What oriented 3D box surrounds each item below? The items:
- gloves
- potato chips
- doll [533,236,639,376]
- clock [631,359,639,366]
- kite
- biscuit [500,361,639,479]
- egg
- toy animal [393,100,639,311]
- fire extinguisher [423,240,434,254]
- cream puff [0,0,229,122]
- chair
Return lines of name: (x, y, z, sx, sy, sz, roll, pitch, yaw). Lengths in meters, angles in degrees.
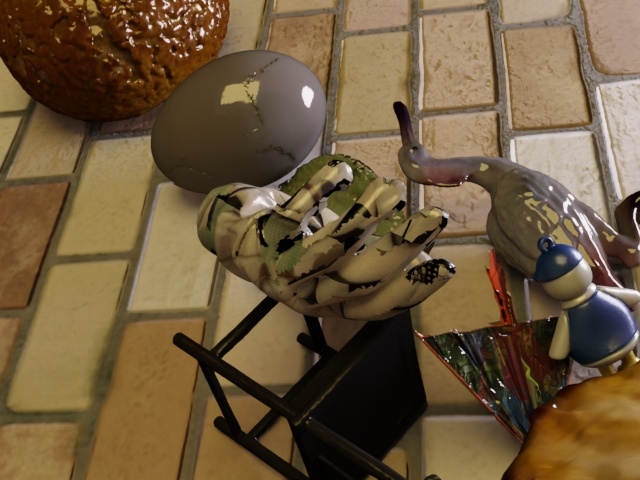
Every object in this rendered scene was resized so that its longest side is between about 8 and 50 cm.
gloves: (0.005, 0.010, 0.710, 0.212, 0.127, 0.111, 24, 66, 45)
potato chips: (-0.001, -0.006, 0.928, 0.167, 0.059, 0.228, -8, 35, 13)
doll: (0.223, 0.057, 0.805, 0.099, 0.143, 0.058, -36, 9, -12)
clock: (0.325, 0.160, 0.737, 0.205, 0.051, 0.205, -7, 48, 8)
kite: (0.161, 0.097, 0.781, 0.009, 0.232, 0.189, -21, 78, 44)
biscuit: (0.260, 0.146, 0.593, 0.296, 0.102, 0.296, -22, 8, 3)
egg: (-0.089, -0.125, 1.027, 0.199, 0.146, 0.146, -29, 47, 4)
toy animal: (0.202, -0.028, 0.912, 0.324, 0.090, 0.195, 14, 47, 10)
fire extinguisher: (0.072, 0.014, 0.946, 0.083, 0.025, 0.038, -2, 50, 10)
cream puff: (-0.263, -0.292, 1.177, 0.303, 0.212, 0.303, -6, 52, 7)
chair: (0.025, 0.135, 0.760, 0.260, 0.154, 0.141, 27, 59, 34)
